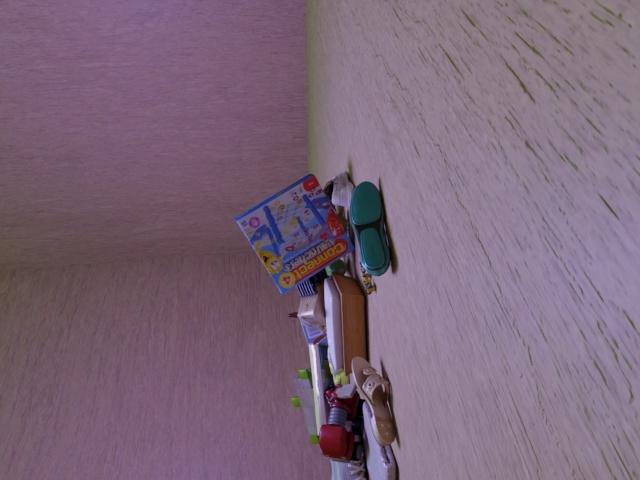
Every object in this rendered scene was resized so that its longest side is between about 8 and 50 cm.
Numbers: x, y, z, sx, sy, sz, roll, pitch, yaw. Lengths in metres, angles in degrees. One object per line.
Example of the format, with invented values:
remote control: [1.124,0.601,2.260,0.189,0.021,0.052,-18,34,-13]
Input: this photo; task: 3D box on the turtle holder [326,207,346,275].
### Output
turtle holder: [-0.018,-0.009,1.742,0.227,0.243,0.320,129,149,-58]

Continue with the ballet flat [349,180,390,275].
ballet flat: [0.120,-0.023,1.039,0.087,0.083,0.247,65,-162,-61]

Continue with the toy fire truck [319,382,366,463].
toy fire truck: [0.071,0.554,1.347,0.246,0.158,0.217,62,-146,-40]

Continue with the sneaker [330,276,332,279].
sneaker: [0.059,0.196,1.969,0.063,0.073,0.162,-108,15,-71]

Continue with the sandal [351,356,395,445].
sandal: [0.158,0.403,1.125,0.079,0.088,0.240,-49,43,37]

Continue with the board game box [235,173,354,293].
board game box: [-0.085,-0.024,1.483,0.302,0.308,0.086,60,174,-17]

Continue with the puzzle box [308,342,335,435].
puzzle box: [0.044,0.706,2.057,0.272,0.052,0.409,35,-136,-58]

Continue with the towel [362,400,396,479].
towel: [0.166,0.624,1.242,0.282,0.049,0.187,-111,17,-73]

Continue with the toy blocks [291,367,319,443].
toy blocks: [0.012,0.790,2.185,0.261,0.191,0.381,-18,-87,-57]

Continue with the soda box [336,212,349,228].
soda box: [0.025,-0.019,1.596,0.061,0.181,0.058,42,177,-4]

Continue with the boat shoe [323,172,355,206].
boat shoe: [0.056,-0.183,1.515,0.277,0.096,0.098,-110,17,-72]

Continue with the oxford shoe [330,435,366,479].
oxford shoe: [0.117,0.860,1.635,0.130,0.169,0.449,-11,74,51]

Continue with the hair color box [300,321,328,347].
hair color box: [-0.017,0.466,2.329,0.374,0.113,0.185,58,-167,-81]

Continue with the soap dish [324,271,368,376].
soap dish: [0.085,0.276,1.467,0.229,0.118,0.291,-114,20,-75]

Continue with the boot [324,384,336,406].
boot: [0.074,0.755,1.868,0.176,0.088,0.244,60,-173,-22]

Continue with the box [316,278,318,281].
box: [0.011,0.157,1.994,0.036,0.225,0.136,40,161,17]

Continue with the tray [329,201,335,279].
tray: [0.031,-0.010,2.131,0.203,0.076,0.411,-101,9,-56]

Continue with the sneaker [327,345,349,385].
sneaker: [0.078,0.560,1.983,0.126,0.091,0.240,-163,68,-86]

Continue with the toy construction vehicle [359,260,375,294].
toy construction vehicle: [0.137,0.097,1.230,0.098,0.035,0.086,-101,-3,-72]

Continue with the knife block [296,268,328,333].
knife block: [0.008,0.206,1.652,0.275,0.088,0.242,38,-127,-36]

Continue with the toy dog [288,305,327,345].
toy dog: [-0.031,0.368,1.981,0.333,0.161,0.220,-10,91,60]
